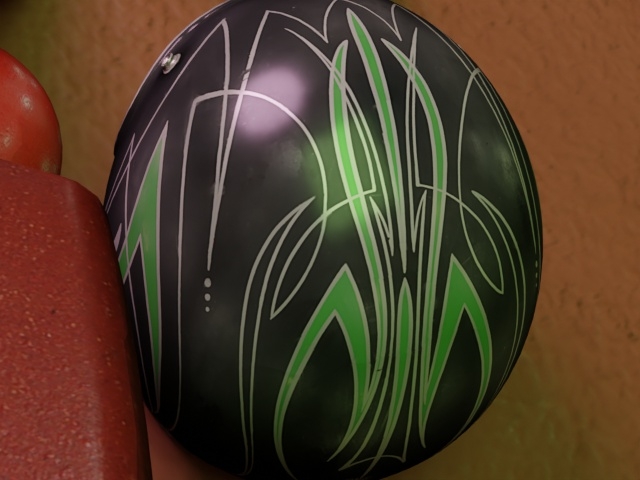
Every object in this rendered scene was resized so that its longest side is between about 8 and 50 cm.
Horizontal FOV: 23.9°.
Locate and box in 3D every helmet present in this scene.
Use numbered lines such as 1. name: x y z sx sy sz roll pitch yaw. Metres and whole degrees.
1. helmet: 0.000 0.000 0.535 0.169 0.161 0.169 8 62 -14

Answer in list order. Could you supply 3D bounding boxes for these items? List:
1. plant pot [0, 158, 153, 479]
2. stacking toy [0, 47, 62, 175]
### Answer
1. plant pot: -0.179 0.101 0.386 0.267 0.267 0.235 15 48 -10
2. stacking toy: -0.249 -0.077 0.528 0.330 0.141 0.141 25 59 -13
